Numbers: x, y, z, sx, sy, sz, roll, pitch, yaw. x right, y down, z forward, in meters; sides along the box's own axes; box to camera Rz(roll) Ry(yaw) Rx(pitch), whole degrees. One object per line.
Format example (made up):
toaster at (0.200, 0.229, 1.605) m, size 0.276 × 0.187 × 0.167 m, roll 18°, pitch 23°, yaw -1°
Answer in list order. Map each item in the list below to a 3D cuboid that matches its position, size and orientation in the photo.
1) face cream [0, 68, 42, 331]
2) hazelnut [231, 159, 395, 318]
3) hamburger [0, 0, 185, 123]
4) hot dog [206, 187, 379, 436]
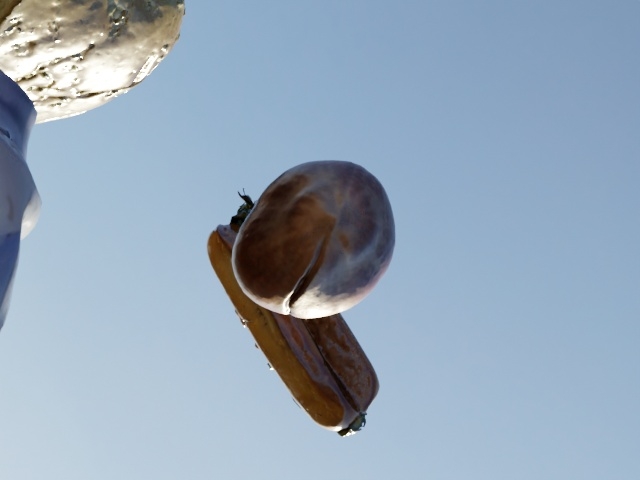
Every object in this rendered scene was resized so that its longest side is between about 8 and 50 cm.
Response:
face cream at (-0.314, 0.050, 0.706) m, size 0.234 × 0.420 × 0.137 m, roll 39°, pitch -26°, yaw -1°
hazelnut at (0.000, 0.000, 0.641) m, size 0.086 × 0.086 × 0.086 m, roll 32°, pitch -52°, yaw 52°
hamburger at (-0.244, -0.195, 1.171) m, size 0.309 × 0.211 × 0.133 m, roll -30°, pitch -112°, yaw 49°
hot dog at (-0.024, 0.055, 0.911) m, size 0.055 × 0.072 × 0.188 m, roll -37°, pitch -99°, yaw 45°
